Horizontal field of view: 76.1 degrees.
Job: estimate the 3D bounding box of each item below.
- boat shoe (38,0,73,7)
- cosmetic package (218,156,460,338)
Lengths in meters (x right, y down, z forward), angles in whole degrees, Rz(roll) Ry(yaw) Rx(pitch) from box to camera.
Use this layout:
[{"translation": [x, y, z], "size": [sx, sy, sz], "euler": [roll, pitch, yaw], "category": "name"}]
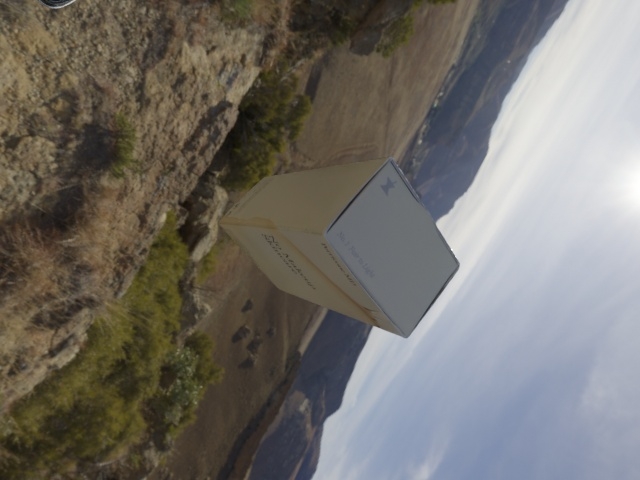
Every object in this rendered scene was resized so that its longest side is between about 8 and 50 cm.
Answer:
[{"translation": [-0.345, -0.414, 0.596], "size": [0.219, 0.070, 0.077], "euler": [-32, 159, 19], "category": "boat shoe"}, {"translation": [0.000, 0.000, 0.532], "size": [0.113, 0.160, 0.309], "euler": [-47, -156, -18], "category": "cosmetic package"}]
